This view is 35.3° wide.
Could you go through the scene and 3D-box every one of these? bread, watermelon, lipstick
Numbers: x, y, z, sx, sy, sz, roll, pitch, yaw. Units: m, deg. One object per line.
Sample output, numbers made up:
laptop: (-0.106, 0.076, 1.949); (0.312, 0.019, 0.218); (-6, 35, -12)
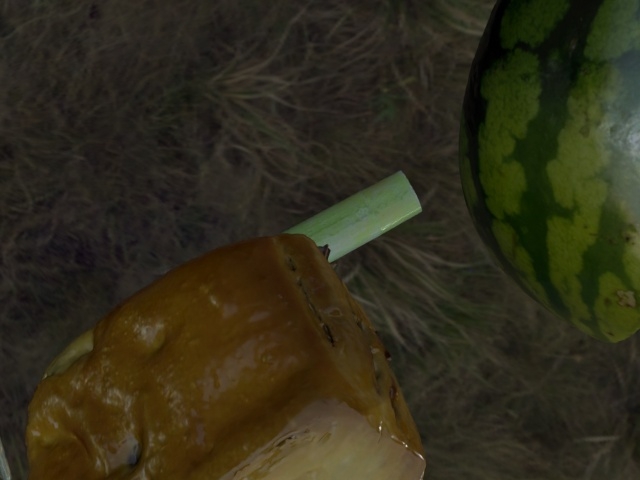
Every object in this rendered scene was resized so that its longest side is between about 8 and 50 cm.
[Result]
bread: (-0.070, 0.108, 0.579); (0.235, 0.210, 0.099); (-33, 134, 10)
watermelon: (0.140, -0.074, 0.508); (0.128, 0.159, 0.303); (21, 116, 12)
lipstick: (0.000, 0.000, 1.459); (0.304, 0.076, 0.076); (-28, 107, -2)

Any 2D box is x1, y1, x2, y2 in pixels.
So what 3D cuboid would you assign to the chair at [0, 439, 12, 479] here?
chair: (-0.423, 0.111, 1.014); (0.186, 0.160, 0.319); (-20, 123, -47)
